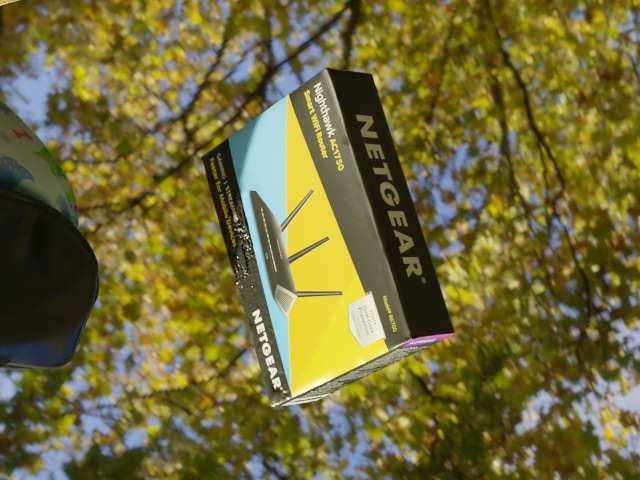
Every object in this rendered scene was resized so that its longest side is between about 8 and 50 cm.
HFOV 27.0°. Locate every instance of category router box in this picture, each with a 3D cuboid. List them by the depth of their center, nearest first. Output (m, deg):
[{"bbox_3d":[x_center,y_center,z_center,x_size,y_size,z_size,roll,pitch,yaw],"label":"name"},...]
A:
[{"bbox_3d":[0.000,0.000,0.844,0.133,0.046,0.179,-31,-111,41],"label":"router box"}]

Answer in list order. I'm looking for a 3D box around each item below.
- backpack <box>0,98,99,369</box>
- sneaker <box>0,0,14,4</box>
[{"bbox_3d":[-0.382,-0.064,1.153,0.355,0.290,0.273,25,-85,41],"label":"backpack"},{"bbox_3d":[-0.219,-0.204,0.913,0.225,0.088,0.093,-23,-170,-20],"label":"sneaker"}]
